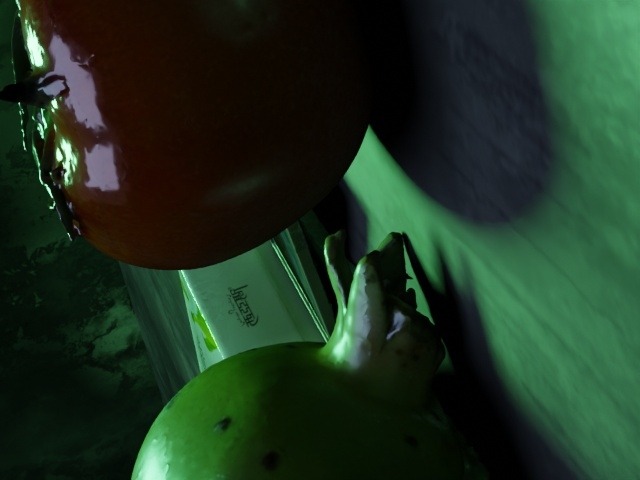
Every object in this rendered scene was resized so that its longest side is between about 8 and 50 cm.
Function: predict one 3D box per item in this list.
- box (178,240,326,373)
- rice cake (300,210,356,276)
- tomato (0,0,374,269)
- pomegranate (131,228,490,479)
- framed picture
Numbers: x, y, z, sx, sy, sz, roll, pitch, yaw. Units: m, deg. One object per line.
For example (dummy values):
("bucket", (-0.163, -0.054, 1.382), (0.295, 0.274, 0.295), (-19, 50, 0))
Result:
("box", (-0.055, 0.139, 1.315), (0.260, 0.111, 0.194), (82, 163, -51))
("rice cake", (0.000, 0.000, 1.066), (0.121, 0.022, 0.022), (-126, 24, -44))
("tomato", (-0.086, -0.109, 0.791), (0.256, 0.225, 0.255), (164, 90, -79))
("pomegranate", (0.000, 0.159, 0.872), (0.260, 0.260, 0.340), (-142, 63, -67))
("framed picture", (-0.033, -0.009, 1.110), (0.184, 0.016, 0.250), (60, 174, 35))
